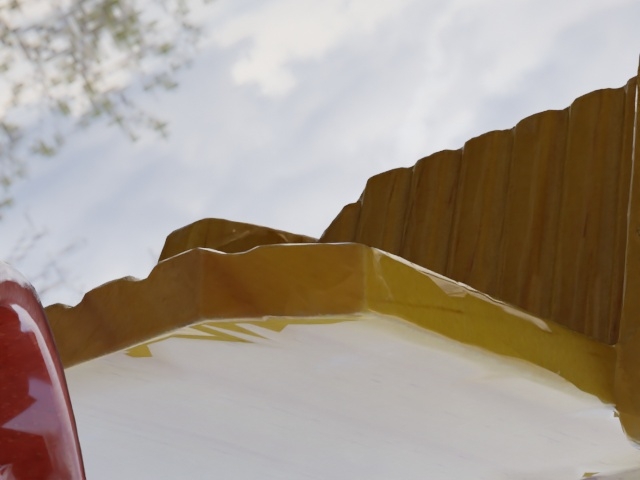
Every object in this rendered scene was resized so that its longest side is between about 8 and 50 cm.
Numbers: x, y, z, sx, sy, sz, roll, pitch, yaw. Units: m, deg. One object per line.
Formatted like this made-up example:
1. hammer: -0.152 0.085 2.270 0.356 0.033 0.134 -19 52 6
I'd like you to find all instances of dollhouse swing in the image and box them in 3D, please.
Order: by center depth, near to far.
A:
1. dollhouse swing: 0.000 0.000 0.766 0.347 0.305 0.315 -21 -134 38

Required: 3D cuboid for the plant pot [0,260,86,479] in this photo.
1. plant pot: -0.190 0.151 0.357 0.265 0.272 0.272 -5 -158 -1
